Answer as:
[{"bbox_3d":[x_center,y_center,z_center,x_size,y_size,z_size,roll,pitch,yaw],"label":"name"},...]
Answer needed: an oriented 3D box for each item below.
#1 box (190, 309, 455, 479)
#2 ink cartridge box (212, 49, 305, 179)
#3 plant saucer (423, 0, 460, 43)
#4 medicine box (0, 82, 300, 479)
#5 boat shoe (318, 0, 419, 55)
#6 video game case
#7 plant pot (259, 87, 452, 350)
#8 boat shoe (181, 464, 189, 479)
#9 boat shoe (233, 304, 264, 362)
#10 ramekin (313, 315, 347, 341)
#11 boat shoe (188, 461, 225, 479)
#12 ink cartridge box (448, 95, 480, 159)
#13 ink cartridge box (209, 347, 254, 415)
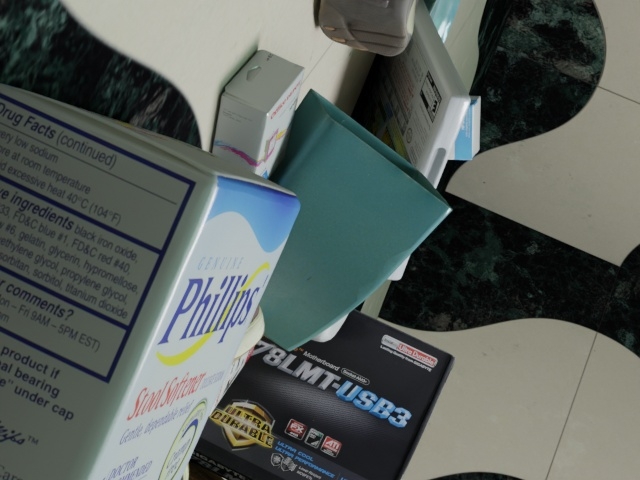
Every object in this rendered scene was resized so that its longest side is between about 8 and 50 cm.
[{"bbox_3d":[-0.002,0.228,1.633,0.293,0.295,0.073,-60,172,-27],"label":"box"},{"bbox_3d":[-0.064,-0.111,1.152,0.122,0.052,0.088,104,13,-45],"label":"ink cartridge box"},{"bbox_3d":[0.169,-0.337,1.981,0.317,0.044,0.317,23,90,-81],"label":"plant saucer"},{"bbox_3d":[-0.154,0.068,0.772,0.289,0.149,0.263,-66,171,4],"label":"medicine box"},{"bbox_3d":[0.066,-0.320,1.204,0.355,0.132,0.130,115,-8,-72],"label":"boat shoe"},{"bbox_3d":[0.120,-0.156,1.717,0.329,0.036,0.300,-103,-153,-54],"label":"video game case"},{"bbox_3d":[-0.009,-0.012,1.282,0.234,0.165,0.166,-51,-163,10],"label":"plant pot"},{"bbox_3d":[-0.187,0.226,1.262,0.073,0.080,0.223,-46,154,-51],"label":"boat shoe"},{"bbox_3d":[-0.145,0.097,1.106,0.285,0.103,0.092,-36,127,-53],"label":"boat shoe"},{"bbox_3d":[0.000,0.000,1.563,0.277,0.135,0.277,-63,171,-18],"label":"ramekin"},{"bbox_3d":[-0.194,0.378,1.530,0.123,0.123,0.342,-53,173,7],"label":"boat shoe"},{"bbox_3d":[0.178,-0.182,1.876,0.092,0.143,0.090,-46,138,-69],"label":"ink cartridge box"},{"bbox_3d":[-0.122,0.133,1.442,0.135,0.056,0.099,-56,167,-52],"label":"ink cartridge box"}]
